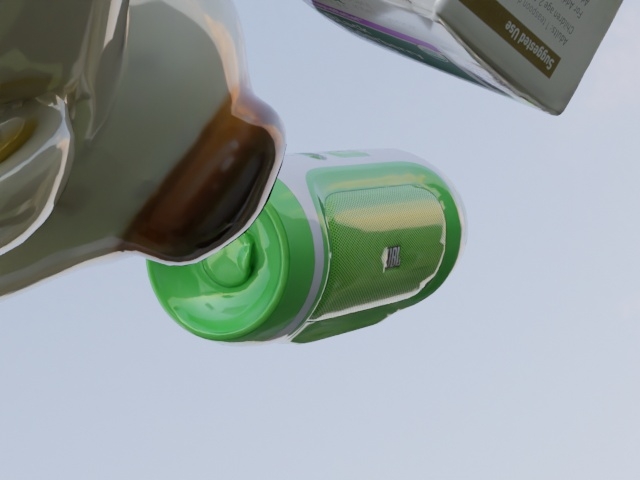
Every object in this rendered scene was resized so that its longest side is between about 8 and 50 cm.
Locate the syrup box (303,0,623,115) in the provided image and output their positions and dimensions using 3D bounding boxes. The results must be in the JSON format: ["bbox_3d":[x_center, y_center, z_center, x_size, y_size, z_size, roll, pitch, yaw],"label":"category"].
[{"bbox_3d":[0.083,-0.174,0.590,0.096,0.093,0.237,28,-90,-51],"label":"syrup box"}]

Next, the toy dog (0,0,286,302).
[{"bbox_3d":[-0.168,-0.128,0.657,0.395,0.284,0.408,-52,-27,-16],"label":"toy dog"}]

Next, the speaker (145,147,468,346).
[{"bbox_3d":[0.000,0.000,1.186,0.131,0.131,0.296,-45,-15,23],"label":"speaker"}]
